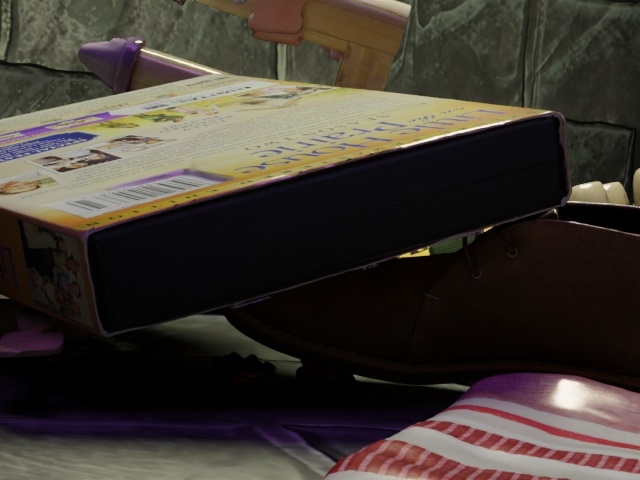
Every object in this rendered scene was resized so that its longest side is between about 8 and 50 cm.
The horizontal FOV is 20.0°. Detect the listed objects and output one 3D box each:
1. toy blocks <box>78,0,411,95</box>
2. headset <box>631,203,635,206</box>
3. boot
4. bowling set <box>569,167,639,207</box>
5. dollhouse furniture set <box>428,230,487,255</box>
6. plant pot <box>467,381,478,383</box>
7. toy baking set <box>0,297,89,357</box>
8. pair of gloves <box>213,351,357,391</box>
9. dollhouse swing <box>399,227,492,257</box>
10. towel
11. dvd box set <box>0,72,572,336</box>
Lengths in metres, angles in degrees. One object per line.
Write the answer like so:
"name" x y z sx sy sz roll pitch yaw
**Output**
"toy blocks" -0.088 -0.105 1.543 0.260 0.288 0.309 16 5 0
"headset" 0.449 -0.029 2.009 0.394 0.243 0.185 -12 -22 1
"boot" 0.094 0.023 1.077 0.305 0.115 0.112 6 28 4
"bowling set" 0.300 0.017 1.781 0.200 0.154 0.287 -14 -4 26
"dollhouse furniture set" 0.163 0.033 1.542 0.152 0.076 0.058 6 3 3
"plant pot" 0.164 0.075 1.224 0.236 0.032 0.236 6 3 0
"toy baking set" -0.222 0.058 0.980 0.256 0.030 0.197 0 7 23
"pair of gloves" -0.022 0.078 1.070 0.083 0.010 0.074 3 7 -12
"dollhouse swing" 0.000 0.000 1.979 0.347 0.305 0.315 1 -36 -46
"towel" 0.145 0.099 0.783 0.237 0.037 0.329 6 4 17
"dvd box set" -0.092 -0.039 1.137 0.308 0.062 0.420 -16 15 -29
